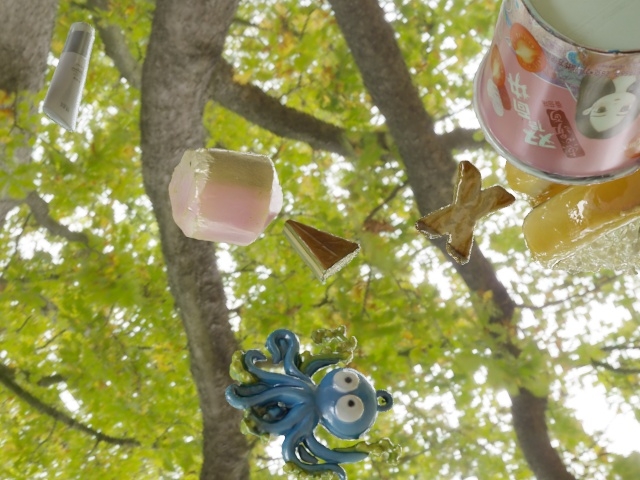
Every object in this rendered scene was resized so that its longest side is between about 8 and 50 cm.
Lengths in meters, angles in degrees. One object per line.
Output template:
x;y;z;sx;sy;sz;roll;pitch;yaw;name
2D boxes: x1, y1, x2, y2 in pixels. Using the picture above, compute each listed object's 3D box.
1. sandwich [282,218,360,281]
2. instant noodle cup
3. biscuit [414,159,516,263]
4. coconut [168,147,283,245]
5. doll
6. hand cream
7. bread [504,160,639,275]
0.000;0.000;1.842;0.113;0.079;0.163;-32;-107;-25;sandwich
0.291;-0.213;0.814;0.231;0.242;0.243;69;-175;-68;instant noodle cup
0.342;-0.068;1.810;0.164;0.208;0.047;37;-177;-7;biscuit
-0.201;-0.104;1.707;0.245;0.233;0.233;9;-123;-31;coconut
-0.017;0.307;1.512;0.341;0.099;0.346;3;-131;-13;doll
-0.487;-0.325;1.486;0.079;0.048;0.255;39;-137;-43;hand cream
0.538;-0.092;1.315;0.423;0.329;0.245;-16;-124;-13;bread
